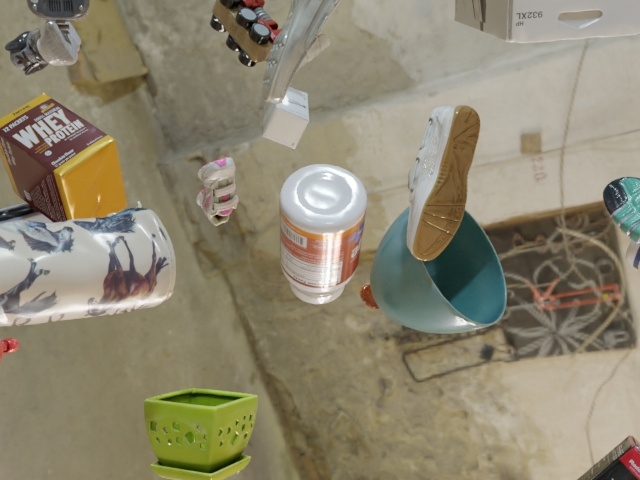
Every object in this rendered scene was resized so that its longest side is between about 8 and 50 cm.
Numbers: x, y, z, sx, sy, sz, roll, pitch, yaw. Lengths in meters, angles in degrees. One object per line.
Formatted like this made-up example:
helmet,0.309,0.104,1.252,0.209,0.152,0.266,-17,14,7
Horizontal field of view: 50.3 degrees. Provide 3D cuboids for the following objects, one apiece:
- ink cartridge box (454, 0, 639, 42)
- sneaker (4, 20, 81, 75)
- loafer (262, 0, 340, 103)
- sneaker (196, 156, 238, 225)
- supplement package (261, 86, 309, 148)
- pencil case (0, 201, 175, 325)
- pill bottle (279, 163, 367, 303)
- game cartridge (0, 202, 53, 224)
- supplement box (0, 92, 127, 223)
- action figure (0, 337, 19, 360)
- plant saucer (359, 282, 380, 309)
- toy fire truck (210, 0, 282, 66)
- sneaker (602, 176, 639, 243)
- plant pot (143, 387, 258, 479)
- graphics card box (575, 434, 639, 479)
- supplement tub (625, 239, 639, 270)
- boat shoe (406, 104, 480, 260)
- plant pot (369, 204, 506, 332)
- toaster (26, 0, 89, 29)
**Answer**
ink cartridge box,0.371,-0.419,1.133,0.307,0.223,0.128,-101,-173,-66
sneaker,-0.649,-0.435,1.579,0.101,0.153,0.268,60,5,-30
loafer,-0.032,-0.439,1.480,0.112,0.112,0.319,22,95,-23
sneaker,-0.269,-0.131,1.857,0.111,0.103,0.252,59,-23,20
supplement package,-0.101,-0.366,1.977,0.105,0.105,0.179,20,34,-18
pencil case,-0.436,0.036,1.012,0.411,0.159,0.183,-4,42,-35
pill bottle,0.000,0.000,1.002,0.216,0.121,0.121,94,1,-54
game cartridge,-0.647,0.017,1.440,0.062,0.198,0.297,38,30,16
supplement box,-0.502,-0.141,1.323,0.129,0.194,0.191,-45,159,-33
action figure,-0.636,0.193,1.095,0.280,0.139,0.091,-4,81,-52
plant saucer,0.147,0.152,1.868,0.013,0.084,0.083,-44,120,-45
toy fire truck,-0.153,-0.639,1.951,0.246,0.158,0.217,-28,73,-40
sneaker,0.463,0.007,0.922,0.223,0.083,0.098,62,-2,45
plant pot,-0.313,0.514,1.798,0.228,0.227,0.207,6,84,-65
graphics card box,0.388,0.485,0.960,0.233,0.371,0.094,47,11,17
supplement tub,1.045,0.040,1.883,0.228,0.316,0.228,-34,143,-31
boat shoe,0.201,-0.103,1.209,0.098,0.096,0.276,15,92,-38
plant pot,0.218,0.073,1.416,0.290,0.195,0.290,26,48,-33
toaster,-0.548,-0.560,1.421,0.146,0.129,0.226,-153,-121,-71
